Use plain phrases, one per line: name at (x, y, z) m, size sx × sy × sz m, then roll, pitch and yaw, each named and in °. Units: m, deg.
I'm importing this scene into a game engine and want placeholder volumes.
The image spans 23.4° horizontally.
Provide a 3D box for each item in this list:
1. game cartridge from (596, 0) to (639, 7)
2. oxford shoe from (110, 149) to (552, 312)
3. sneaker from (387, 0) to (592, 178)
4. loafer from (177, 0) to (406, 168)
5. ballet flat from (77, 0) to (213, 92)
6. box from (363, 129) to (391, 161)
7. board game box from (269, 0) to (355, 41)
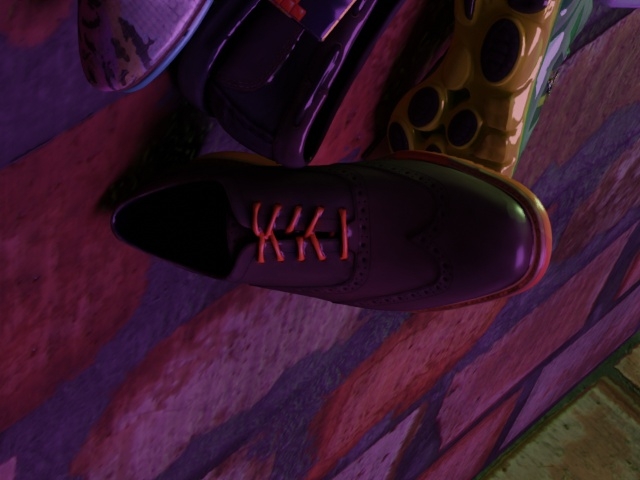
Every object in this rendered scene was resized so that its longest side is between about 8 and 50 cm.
game cartridge at (0.289, -0.312, 1.141) m, size 0.198 × 0.062 × 0.297 m, roll -8°, pitch 130°, yaw -57°
oxford shoe at (0.000, 0.000, 0.894) m, size 0.098 × 0.271 × 0.097 m, roll -17°, pitch 106°, yaw -55°
sneaker at (0.139, -0.133, 1.120) m, size 0.123 × 0.109 × 0.296 m, roll -29°, pitch 150°, yaw -43°
loafer at (0.049, -0.170, 0.887) m, size 0.302 × 0.095 × 0.109 m, roll -48°, pitch 159°, yaw 2°
ballet flat at (-0.058, -0.173, 0.707) m, size 0.221 × 0.077 × 0.079 m, roll -53°, pitch 143°, yaw 2°
box at (0.126, -0.119, 1.272) m, size 0.201 × 0.021 × 0.164 m, roll -49°, pitch 161°, yaw 3°
board game box at (0.017, -0.173, 0.755) m, size 0.141 × 0.048 × 0.170 m, roll -49°, pitch -165°, yaw 6°
